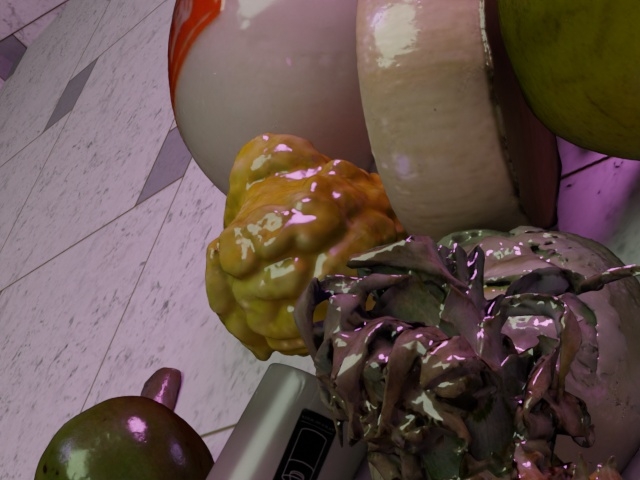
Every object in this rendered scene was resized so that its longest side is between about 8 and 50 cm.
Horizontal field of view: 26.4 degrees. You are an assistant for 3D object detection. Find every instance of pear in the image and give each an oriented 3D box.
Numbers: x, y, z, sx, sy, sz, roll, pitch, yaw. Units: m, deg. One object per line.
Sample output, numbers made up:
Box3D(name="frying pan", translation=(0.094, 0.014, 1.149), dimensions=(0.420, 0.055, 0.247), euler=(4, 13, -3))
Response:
Box3D(name="pear", translation=(0.244, -0.173, 0.906), dimensions=(0.253, 0.253, 0.307), euler=(-61, 10, -13))

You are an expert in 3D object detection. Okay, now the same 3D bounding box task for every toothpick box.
Box3D(name="toothpick box", translation=(-0.037, 0.204, 1.116), dimensions=(0.111, 0.111, 0.181), euler=(-6, 52, 61))

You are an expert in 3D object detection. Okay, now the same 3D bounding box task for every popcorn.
Box3D(name="popcorn", translation=(0.000, 0.000, 1.146), dimensions=(0.226, 0.203, 0.200), euler=(-20, -14, -21))

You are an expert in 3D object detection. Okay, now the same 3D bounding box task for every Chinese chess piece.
Box3D(name="Chinese chess piece", translation=(0.112, -0.117, 1.067), dimensions=(0.104, 0.257, 0.257), euler=(-9, 43, 19))

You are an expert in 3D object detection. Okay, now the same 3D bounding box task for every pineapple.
Box3D(name="pineapple", translation=(0.081, 0.116, 0.735), dimensions=(0.262, 0.262, 0.272), euler=(-39, 49, 34))

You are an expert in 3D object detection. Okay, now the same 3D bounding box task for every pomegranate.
Box3D(name="pomegranate", translation=(-0.170, 0.250, 1.268), dimensions=(0.180, 0.180, 0.210), euler=(-48, 53, 17))

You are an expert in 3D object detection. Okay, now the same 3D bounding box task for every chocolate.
Box3D(name="chocolate", translation=(-0.191, 0.187, 1.545), dimensions=(0.064, 0.031, 0.101), euler=(-40, 28, 42))

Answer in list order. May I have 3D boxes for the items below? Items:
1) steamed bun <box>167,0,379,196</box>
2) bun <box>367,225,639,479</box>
Box3D(name="steamed bun", translation=(-0.028, -0.204, 1.368), dimensions=(0.374, 0.241, 0.375), euler=(-167, 90, -84))
Box3D(name="bun", translation=(0.114, 0.089, 0.928), dimensions=(0.239, 0.141, 0.239), euler=(-40, 31, 30))
